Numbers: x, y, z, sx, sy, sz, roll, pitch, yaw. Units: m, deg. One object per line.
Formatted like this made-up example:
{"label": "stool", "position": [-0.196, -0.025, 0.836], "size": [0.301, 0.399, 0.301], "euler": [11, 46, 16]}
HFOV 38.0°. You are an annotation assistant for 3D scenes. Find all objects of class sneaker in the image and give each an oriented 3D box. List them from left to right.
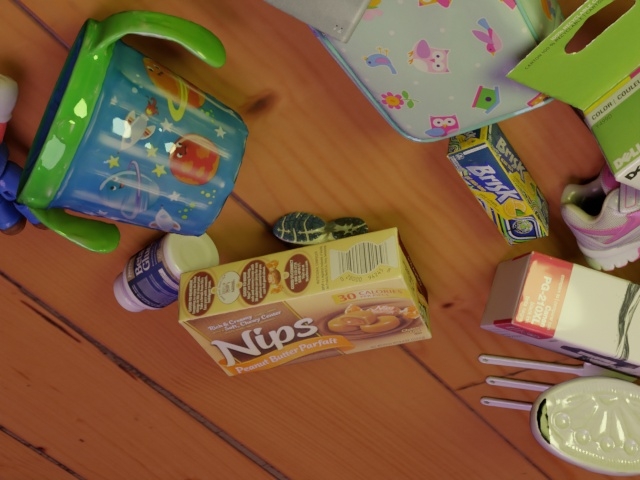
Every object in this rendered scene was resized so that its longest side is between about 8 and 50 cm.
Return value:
{"label": "sneaker", "position": [0.000, 0.000, 1.293], "size": [0.135, 0.052, 0.058], "euler": [7, 143, 12]}
{"label": "sneaker", "position": [0.404, 0.265, 1.312], "size": [0.323, 0.130, 0.236], "euler": [2, 166, -15]}
{"label": "sneaker", "position": [0.380, -0.052, 1.062], "size": [0.111, 0.103, 0.252], "euler": [37, 135, -24]}

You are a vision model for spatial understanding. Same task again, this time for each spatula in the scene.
{"label": "spatula", "position": [0.370, 0.239, 1.460], "size": [0.242, 0.019, 0.168], "euler": [4, 139, 14]}

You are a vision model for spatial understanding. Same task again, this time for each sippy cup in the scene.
{"label": "sippy cup", "position": [-0.218, -0.115, 1.122], "size": [0.224, 0.240, 0.305], "euler": [22, 163, -21]}

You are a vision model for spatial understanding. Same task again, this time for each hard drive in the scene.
{"label": "hard drive", "position": [0.012, -0.255, 0.856], "size": [0.094, 0.022, 0.135], "euler": [27, 138, -7]}

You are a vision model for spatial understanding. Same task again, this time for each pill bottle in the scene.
{"label": "pill bottle", "position": [-0.238, 0.049, 1.395], "size": [0.094, 0.094, 0.169], "euler": [39, 135, -24]}

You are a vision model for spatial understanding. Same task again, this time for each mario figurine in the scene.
{"label": "mario figurine", "position": [-0.472, -0.150, 1.264], "size": [0.198, 0.170, 0.320], "euler": [-34, 139, 1]}

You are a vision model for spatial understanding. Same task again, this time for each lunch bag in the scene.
{"label": "lunch bag", "position": [0.106, -0.237, 0.944], "size": [0.224, 0.107, 0.279], "euler": [-16, 129, 36]}

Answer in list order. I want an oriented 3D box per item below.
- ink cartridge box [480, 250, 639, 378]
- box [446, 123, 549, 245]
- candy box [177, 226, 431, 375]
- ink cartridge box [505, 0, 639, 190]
{"label": "ink cartridge box", "position": [0.348, 0.101, 1.197], "size": [0.237, 0.100, 0.172], "euler": [18, 173, -1]}
{"label": "box", "position": [0.218, -0.072, 1.128], "size": [0.054, 0.059, 0.169], "euler": [-19, 129, 32]}
{"label": "candy box", "position": [-0.019, 0.093, 1.306], "size": [0.317, 0.087, 0.183], "euler": [-12, 144, 14]}
{"label": "ink cartridge box", "position": [0.334, -0.145, 0.887], "size": [0.255, 0.097, 0.189], "euler": [14, 138, -37]}
